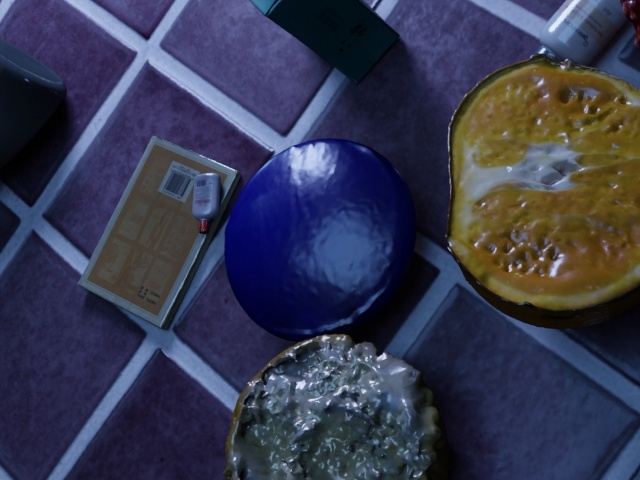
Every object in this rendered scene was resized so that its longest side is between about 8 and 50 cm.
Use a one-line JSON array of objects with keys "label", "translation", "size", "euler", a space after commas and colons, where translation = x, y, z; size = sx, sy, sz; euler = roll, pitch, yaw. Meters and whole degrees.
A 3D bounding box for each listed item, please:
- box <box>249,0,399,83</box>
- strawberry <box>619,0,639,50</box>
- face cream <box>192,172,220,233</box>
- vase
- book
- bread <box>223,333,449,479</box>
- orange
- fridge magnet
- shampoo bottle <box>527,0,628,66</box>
[{"label": "box", "translation": [-0.022, -0.315, 1.601], "size": [0.092, 0.245, 0.153], "euler": [-47, 58, 11]}, {"label": "strawberry", "translation": [0.451, -0.203, 1.382], "size": [0.234, 0.234, 0.177], "euler": [6, 106, 29]}, {"label": "face cream", "translation": [-0.157, -0.050, 1.703], "size": [0.040, 0.021, 0.083], "euler": [-5, 72, 24]}, {"label": "vase", "translation": [-0.534, -0.142, 1.881], "size": [0.173, 0.173, 0.321], "euler": [40, 102, 31]}, {"label": "book", "translation": [-0.227, -0.014, 1.751], "size": [0.170, 0.018, 0.241], "euler": [24, 86, 31]}, {"label": "bread", "translation": [0.023, 0.247, 1.464], "size": [0.274, 0.149, 0.274], "euler": [-9, 67, 21]}, {"label": "orange", "translation": [0.261, -0.043, 1.368], "size": [0.274, 0.274, 0.310], "euler": [-34, 19, 15]}, {"label": "fridge magnet", "translation": [0.000, 0.000, 1.571], "size": [0.266, 0.113, 0.265], "euler": [-9, 71, 27]}, {"label": "shampoo bottle", "translation": [0.293, -0.232, 1.506], "size": [0.192, 0.074, 0.074], "euler": [-48, 59, 7]}]
